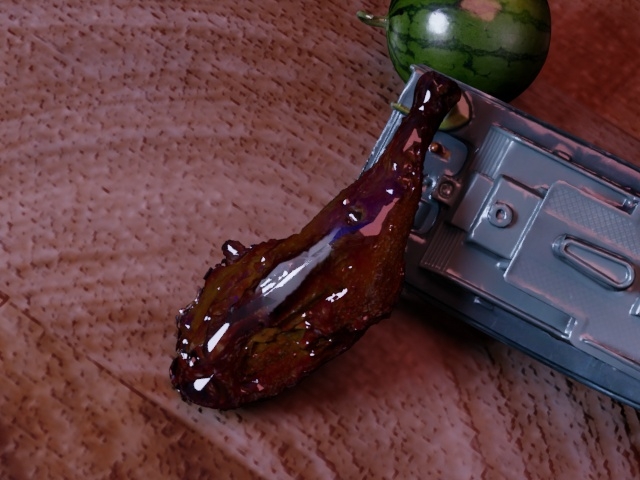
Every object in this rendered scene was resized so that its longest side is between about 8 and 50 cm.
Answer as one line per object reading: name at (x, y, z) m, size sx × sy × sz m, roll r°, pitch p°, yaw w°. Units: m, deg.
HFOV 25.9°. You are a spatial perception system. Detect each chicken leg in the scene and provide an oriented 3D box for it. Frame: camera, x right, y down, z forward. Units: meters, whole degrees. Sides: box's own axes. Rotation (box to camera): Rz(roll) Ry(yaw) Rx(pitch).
chicken leg at (0.002, 0.006, 0.693) m, size 0.205 × 0.053 × 0.093 m, roll -36°, pitch 50°, yaw 5°

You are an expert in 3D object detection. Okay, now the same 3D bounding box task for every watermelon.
watermelon at (0.082, -0.125, 0.823) m, size 0.109 × 0.109 × 0.109 m, roll 6°, pitch 56°, yaw -10°

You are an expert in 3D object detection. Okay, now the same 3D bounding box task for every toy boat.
toy boat at (0.153, 0.019, 0.726) m, size 0.296 × 0.122 × 0.114 m, roll 28°, pitch 92°, yaw 7°
